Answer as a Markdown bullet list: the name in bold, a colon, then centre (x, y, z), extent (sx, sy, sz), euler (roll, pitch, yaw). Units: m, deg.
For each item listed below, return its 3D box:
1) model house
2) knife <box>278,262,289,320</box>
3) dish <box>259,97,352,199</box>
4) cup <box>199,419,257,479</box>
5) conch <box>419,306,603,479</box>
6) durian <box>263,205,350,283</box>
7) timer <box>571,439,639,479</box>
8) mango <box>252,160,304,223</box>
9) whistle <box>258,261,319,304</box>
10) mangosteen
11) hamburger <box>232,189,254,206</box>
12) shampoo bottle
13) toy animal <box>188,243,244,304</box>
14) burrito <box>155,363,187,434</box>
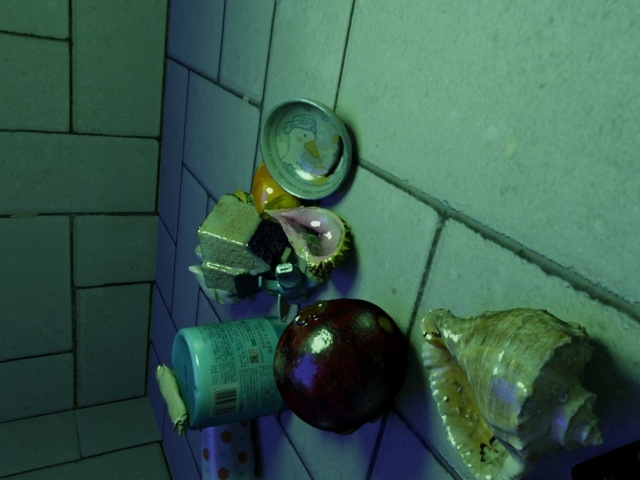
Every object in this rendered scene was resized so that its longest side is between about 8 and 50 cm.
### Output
- **model house**: centre (-0.221, 0.043, 1.686), extent (0.284, 0.243, 0.298), euler (18, 141, 16)
- **knife**: centre (-0.120, 0.170, 1.662), extent (0.022, 0.046, 0.256), euler (31, 136, 24)
- **dish**: centre (-0.017, -0.259, 1.402), extent (0.273, 0.134, 0.273), euler (16, 123, 27)
- **cup**: centre (-0.364, 0.784, 2.024), extent (0.212, 0.212, 0.317), euler (-19, 74, 60)
- **conch**: centre (0.300, 0.230, 0.820), extent (0.352, 0.210, 0.297), euler (-116, 31, -71)
- **durian**: centre (-0.008, -0.004, 1.390), extent (0.186, 0.154, 0.260), euler (-32, 51, 14)
- **timer**: centre (0.443, 0.357, 0.703), extent (0.187, 0.055, 0.144), euler (-59, 44, 46)
- **mango**: centre (-0.128, -0.167, 1.573), extent (0.138, 0.187, 0.257), euler (-35, 45, 19)
- **whistle**: centre (-0.083, 0.123, 1.516), extent (0.269, 0.180, 0.093), euler (69, -163, -70)
- **mangosteen**: centre (0.063, 0.300, 1.167), extent (0.359, 0.306, 0.306), euler (57, 152, -11)
- **hamburger**: centre (-0.273, -0.107, 1.877), extent (0.162, 0.115, 0.162), euler (-1, 89, 60)
- **shampoo bottle**: centre (-0.290, 0.433, 1.723), extent (0.331, 0.342, 0.331), euler (8, 99, 59)
- **toy animal**: centre (-0.356, 0.115, 1.967), extent (0.206, 0.271, 0.265), euler (3, 119, 38)
- **burrito**: centre (-0.476, 0.506, 1.655), extent (0.275, 0.059, 0.082), euler (42, 135, 51)
